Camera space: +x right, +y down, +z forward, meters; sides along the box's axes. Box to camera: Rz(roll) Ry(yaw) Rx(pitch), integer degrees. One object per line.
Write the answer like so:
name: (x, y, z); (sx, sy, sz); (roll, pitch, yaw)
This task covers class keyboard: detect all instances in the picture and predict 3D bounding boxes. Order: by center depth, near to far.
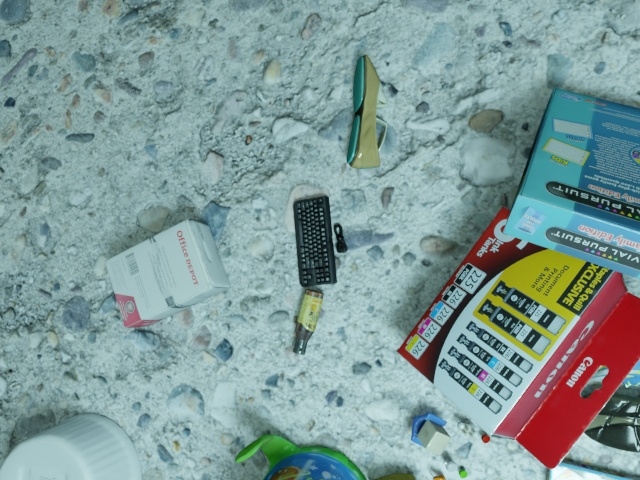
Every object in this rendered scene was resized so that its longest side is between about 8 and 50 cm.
keyboard: (0.000, 0.000, 0.989); (0.108, 0.023, 0.180); (-7, 82, 14)

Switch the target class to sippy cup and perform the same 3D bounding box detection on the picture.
sippy cup: (-0.034, 0.502, 0.827); (0.305, 0.224, 0.240); (20, 89, 16)

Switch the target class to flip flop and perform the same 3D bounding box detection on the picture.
flip flop: (0.562, 0.310, 0.773); (0.277, 0.080, 0.112); (8, 90, 31)

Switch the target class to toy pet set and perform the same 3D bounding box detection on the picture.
toy pet set: (0.219, 0.366, 0.874); (0.114, 0.065, 0.122); (30, 95, -18)

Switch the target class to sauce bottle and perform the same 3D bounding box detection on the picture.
sauce bottle: (-0.026, 0.162, 0.965); (0.042, 0.042, 0.128); (13, 88, 16)

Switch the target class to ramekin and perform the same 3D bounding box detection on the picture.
ramekin: (-0.528, 0.516, 1.005); (0.277, 0.135, 0.277); (-2, 83, 15)

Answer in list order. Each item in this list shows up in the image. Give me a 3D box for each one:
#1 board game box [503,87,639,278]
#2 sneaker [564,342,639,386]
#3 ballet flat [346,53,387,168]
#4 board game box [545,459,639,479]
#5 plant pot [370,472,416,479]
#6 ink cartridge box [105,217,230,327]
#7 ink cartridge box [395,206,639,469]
board game box: (0.452, -0.098, 0.751); (0.253, 0.079, 0.336); (21, 49, 17)
sneaker: (0.506, 0.208, 0.788); (0.240, 0.091, 0.126); (-31, 78, 9)
ballet flat: (0.099, -0.255, 0.980); (0.073, 0.080, 0.232); (7, 87, -12)
board game box: (0.456, 0.433, 0.805); (0.154, 0.026, 0.104); (8, 85, 16)
plant pot: (0.141, 0.461, 0.863); (0.083, 0.081, 0.081); (-23, 77, -2)
ink cartridge box: (-0.322, 0.071, 1.031); (0.217, 0.092, 0.159); (-25, 77, 13)
ink cartridge box: (0.328, 0.148, 0.773); (0.272, 0.130, 0.309); (37, 93, 42)
